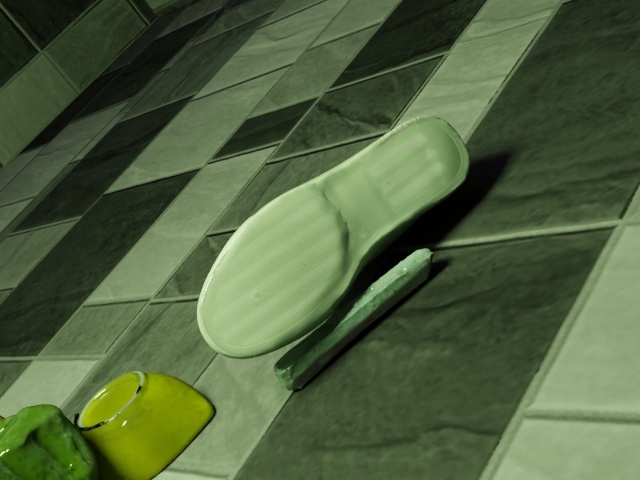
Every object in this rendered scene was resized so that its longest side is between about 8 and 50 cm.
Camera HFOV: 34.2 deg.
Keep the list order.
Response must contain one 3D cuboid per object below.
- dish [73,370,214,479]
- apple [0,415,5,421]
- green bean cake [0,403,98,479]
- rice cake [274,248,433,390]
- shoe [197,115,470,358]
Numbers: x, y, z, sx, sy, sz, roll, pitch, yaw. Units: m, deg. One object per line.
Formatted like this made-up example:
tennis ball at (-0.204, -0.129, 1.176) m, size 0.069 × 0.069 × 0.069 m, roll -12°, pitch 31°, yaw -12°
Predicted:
dish at (-0.220, 0.205, 1.180) m, size 0.207 × 0.080 × 0.149 m, roll -26°, pitch 25°, yaw 24°
apple at (-0.444, 0.279, 1.354) m, size 0.114 × 0.099 × 0.102 m, roll -53°, pitch -1°, yaw 41°
green bean cake at (-0.353, 0.295, 1.120) m, size 0.248 × 0.125 × 0.222 m, roll -28°, pitch 22°, yaw 47°
rice cake at (0.037, 0.081, 1.086) m, size 0.207 × 0.033 × 0.033 m, roll -39°, pitch 33°, yaw -4°
shoe at (0.000, 0.000, 1.153) m, size 0.363 × 0.132 × 0.160 m, roll -39°, pitch 1°, yaw -21°
